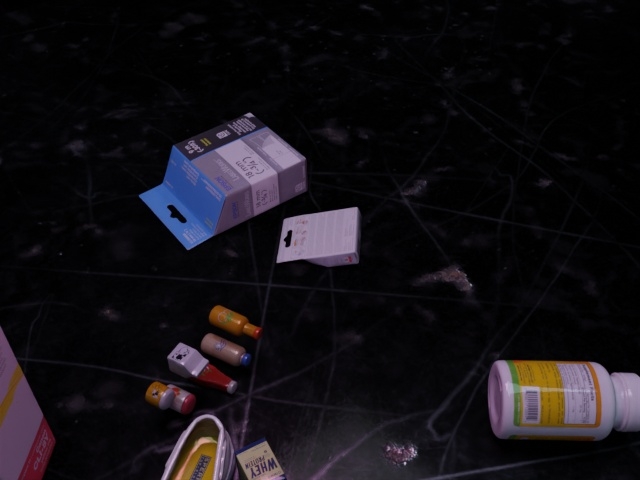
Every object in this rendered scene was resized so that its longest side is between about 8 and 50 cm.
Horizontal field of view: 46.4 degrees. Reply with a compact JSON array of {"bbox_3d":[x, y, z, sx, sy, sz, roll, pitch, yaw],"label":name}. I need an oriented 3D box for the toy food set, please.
[{"bbox_3d":[-0.205,0.238,1.367,0.105,0.111,0.232,20,46,20],"label":"toy food set"}]

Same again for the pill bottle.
[{"bbox_3d":[0.428,0.280,1.305,0.246,0.136,0.136,1,45,1],"label":"pill bottle"}]

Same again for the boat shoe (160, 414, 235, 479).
[{"bbox_3d":[-0.221,0.428,1.146,0.136,0.156,0.367,12,46,12],"label":"boat shoe"}]

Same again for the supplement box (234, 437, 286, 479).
[{"bbox_3d":[-0.097,0.390,1.235,0.056,0.083,0.083,-22,50,-19],"label":"supplement box"}]

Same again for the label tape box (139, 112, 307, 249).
[{"bbox_3d":[-0.233,-0.149,1.758,0.334,0.105,0.241,-29,51,-26],"label":"label tape box"}]

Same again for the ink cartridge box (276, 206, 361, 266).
[{"bbox_3d":[0.000,0.000,1.668,0.180,0.045,0.145,-10,44,16],"label":"ink cartridge box"}]

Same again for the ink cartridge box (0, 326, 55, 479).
[{"bbox_3d":[-0.609,0.262,1.152,0.280,0.384,0.160,5,45,5],"label":"ink cartridge box"}]
